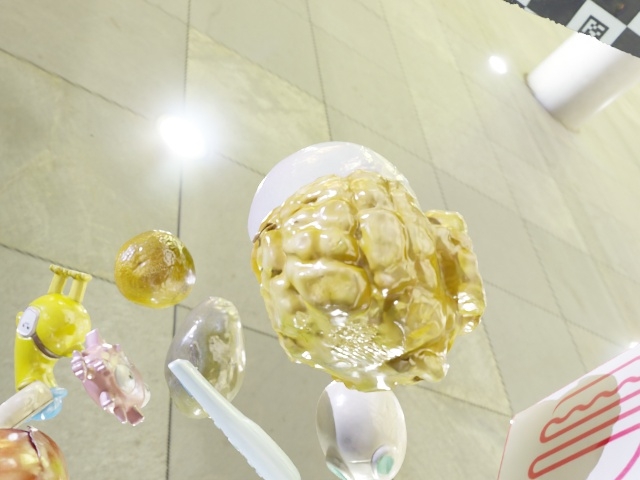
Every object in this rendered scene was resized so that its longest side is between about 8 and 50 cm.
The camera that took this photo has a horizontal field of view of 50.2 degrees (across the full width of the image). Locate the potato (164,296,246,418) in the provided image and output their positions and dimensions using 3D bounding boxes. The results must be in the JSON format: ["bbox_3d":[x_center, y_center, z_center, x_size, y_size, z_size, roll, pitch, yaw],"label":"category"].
[{"bbox_3d":[-0.216,0.225,1.316,0.160,0.235,0.178,10,3,-24],"label":"potato"}]

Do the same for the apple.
[{"bbox_3d":[-0.440,0.397,0.937,0.207,0.271,0.251,-17,58,-23],"label":"apple"}]

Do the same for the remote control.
[{"bbox_3d":[-0.135,0.301,1.106,0.293,0.051,0.103,46,-12,3],"label":"remote control"}]

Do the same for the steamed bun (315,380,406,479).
[{"bbox_3d":[0.079,0.389,1.366,0.131,0.177,0.228,-32,110,-72],"label":"steamed bun"}]

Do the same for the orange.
[{"bbox_3d":[-0.174,0.032,0.726,0.085,0.085,0.095,55,-5,12],"label":"orange"}]

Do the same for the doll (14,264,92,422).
[{"bbox_3d":[-0.628,0.240,1.572,0.200,0.362,0.145,14,-6,21],"label":"doll"}]

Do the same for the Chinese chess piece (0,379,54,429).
[{"bbox_3d":[-0.565,0.316,1.284,0.051,0.122,0.122,53,33,0],"label":"Chinese chess piece"}]

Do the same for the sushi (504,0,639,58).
[{"bbox_3d":[0.338,-0.425,0.846,0.340,0.320,0.069,30,57,20],"label":"sushi"}]

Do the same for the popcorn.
[{"bbox_3d":[0.049,0.045,0.683,0.250,0.250,0.189,30,62,-24],"label":"popcorn"}]

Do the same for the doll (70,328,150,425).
[{"bbox_3d":[-0.425,0.280,1.385,0.211,0.093,0.262,57,-1,30],"label":"doll"}]

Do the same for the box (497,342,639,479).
[{"bbox_3d":[0.371,0.302,0.658,0.314,0.312,0.300,39,41,-2],"label":"box"}]

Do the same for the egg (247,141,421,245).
[{"bbox_3d":[0.000,-0.018,0.898,0.271,0.206,0.162,29,30,23],"label":"egg"}]
